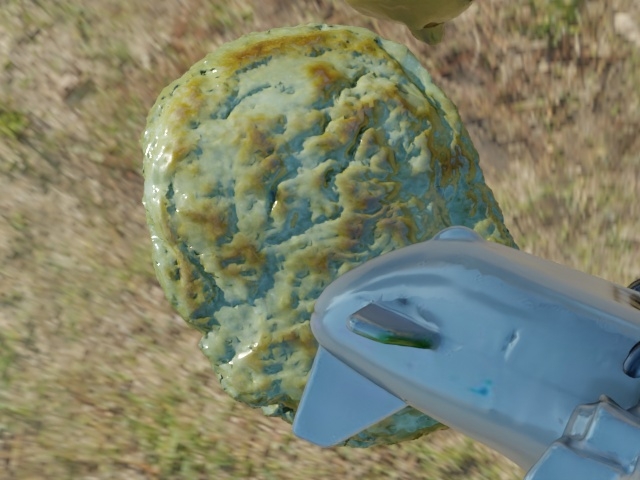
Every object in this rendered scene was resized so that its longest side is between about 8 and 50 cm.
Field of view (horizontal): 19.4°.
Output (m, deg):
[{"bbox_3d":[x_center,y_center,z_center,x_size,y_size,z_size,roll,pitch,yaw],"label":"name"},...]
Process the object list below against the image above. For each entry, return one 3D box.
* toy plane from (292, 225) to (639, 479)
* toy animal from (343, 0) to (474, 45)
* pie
[{"bbox_3d":[0.080,0.048,0.575,0.174,0.174,0.080,18,100,11],"label":"toy plane"},{"bbox_3d":[0.059,-0.282,1.496,0.169,0.195,0.281,-10,121,28],"label":"toy animal"},{"bbox_3d":[0.000,0.000,1.044,0.201,0.090,0.248,-23,87,-20],"label":"pie"}]
